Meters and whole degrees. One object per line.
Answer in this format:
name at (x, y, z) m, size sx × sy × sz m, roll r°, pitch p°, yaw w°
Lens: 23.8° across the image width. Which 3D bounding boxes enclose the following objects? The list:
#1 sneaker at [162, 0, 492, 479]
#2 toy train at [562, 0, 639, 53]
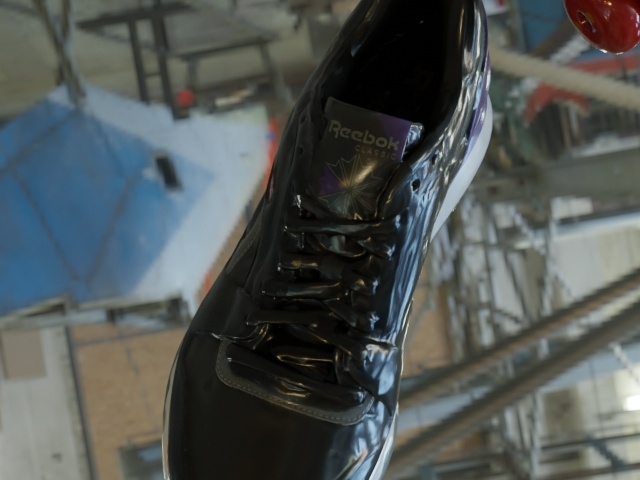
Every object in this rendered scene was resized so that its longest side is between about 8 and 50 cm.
sneaker at (0.000, 0.000, 0.654) m, size 0.107 × 0.283 × 0.124 m, roll 16°, pitch 156°, yaw 8°
toy train at (0.160, -0.120, 0.591) m, size 0.105 × 0.248 × 0.143 m, roll -37°, pitch -176°, yaw -6°
